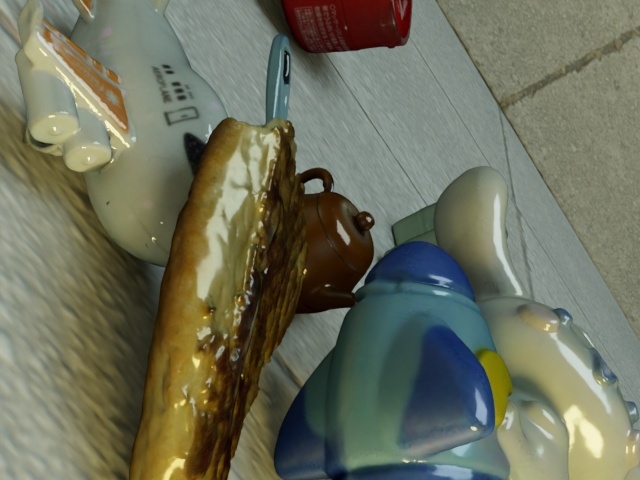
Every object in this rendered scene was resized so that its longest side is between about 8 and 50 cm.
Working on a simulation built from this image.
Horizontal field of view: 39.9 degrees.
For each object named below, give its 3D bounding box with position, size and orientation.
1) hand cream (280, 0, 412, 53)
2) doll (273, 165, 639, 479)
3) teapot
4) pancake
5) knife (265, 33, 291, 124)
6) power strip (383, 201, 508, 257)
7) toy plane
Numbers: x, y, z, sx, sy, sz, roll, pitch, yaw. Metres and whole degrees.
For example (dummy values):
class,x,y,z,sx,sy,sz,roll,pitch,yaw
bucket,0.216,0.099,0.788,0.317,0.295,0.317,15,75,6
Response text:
class,x,y,z,sx,sy,sz,roll,pitch,yaw
hand cream,0.037,-0.364,1.180,0.230,0.149,0.230,-4,90,-74
doll,0.122,0.130,0.652,0.365,0.187,0.376,-16,54,-44
teapot,0.000,0.000,0.788,0.116,0.116,0.173,40,29,-43
pancake,-0.056,0.053,0.581,0.244,0.057,0.266,16,86,-82
knife,-0.043,-0.027,0.702,0.044,0.019,0.313,61,31,-72
power strip,0.185,0.063,1.106,0.229,0.141,0.261,43,31,-42
toy plane,-0.119,-0.096,0.625,0.245,0.117,0.245,50,23,-30
